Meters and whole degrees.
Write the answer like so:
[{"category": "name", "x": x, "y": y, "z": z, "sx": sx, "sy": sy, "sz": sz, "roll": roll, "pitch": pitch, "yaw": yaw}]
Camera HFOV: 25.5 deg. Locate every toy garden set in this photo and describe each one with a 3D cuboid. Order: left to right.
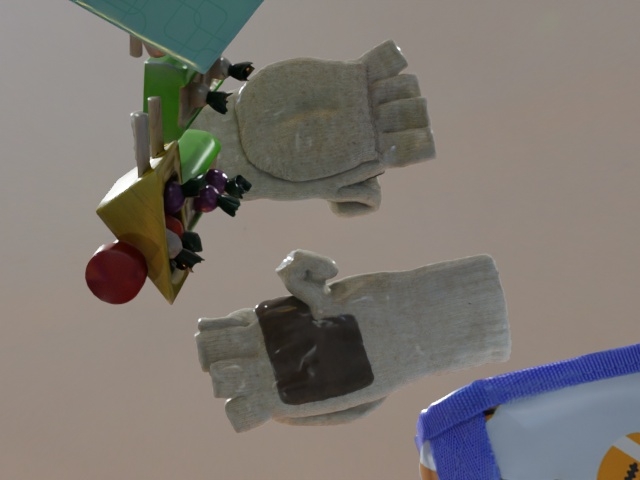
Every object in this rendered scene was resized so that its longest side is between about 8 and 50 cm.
[{"category": "toy garden set", "x": -0.061, "y": -0.099, "z": 0.692, "sx": 0.049, "sy": 0.204, "sz": 0.244, "roll": 7, "pitch": -68, "yaw": 6}]

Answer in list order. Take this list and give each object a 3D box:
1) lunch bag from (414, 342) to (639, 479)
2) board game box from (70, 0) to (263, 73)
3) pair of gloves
[{"category": "lunch bag", "x": 0.227, "y": 0.230, "z": 0.779, "sx": 0.239, "sy": 0.385, "sz": 0.327, "roll": -32, "pitch": -116, "yaw": 33}, {"category": "board game box", "x": -0.119, "y": -0.153, "z": 0.453, "sx": 0.160, "sy": 0.210, "sz": 0.047, "roll": 26, "pitch": -70, "yaw": -43}, {"category": "pair of gloves", "x": 0.000, "y": 0.000, "z": 0.935, "sx": 0.204, "sy": 0.042, "sz": 0.240, "roll": -20, "pitch": -93, "yaw": -4}]
